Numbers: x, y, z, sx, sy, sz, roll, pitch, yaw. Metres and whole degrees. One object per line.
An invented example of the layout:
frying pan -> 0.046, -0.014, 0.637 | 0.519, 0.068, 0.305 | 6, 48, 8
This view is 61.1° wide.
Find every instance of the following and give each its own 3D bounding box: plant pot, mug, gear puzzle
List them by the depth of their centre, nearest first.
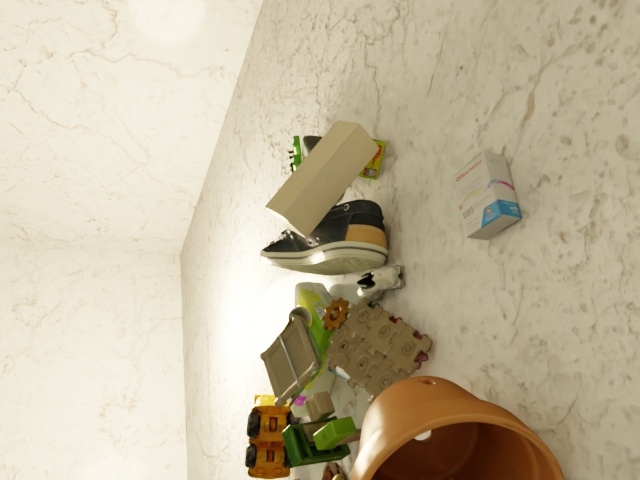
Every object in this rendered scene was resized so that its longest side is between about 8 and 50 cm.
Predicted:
plant pot -> 0.177, 0.338, 0.809 | 0.203, 0.290, 0.291 | -108, 29, -76
gear puzzle -> 0.097, 0.222, 1.172 | 0.176, 0.044, 0.339 | -56, 34, -3
mug -> -0.060, 0.209, 1.359 | 0.064, 0.062, 0.078 | 140, 138, -65

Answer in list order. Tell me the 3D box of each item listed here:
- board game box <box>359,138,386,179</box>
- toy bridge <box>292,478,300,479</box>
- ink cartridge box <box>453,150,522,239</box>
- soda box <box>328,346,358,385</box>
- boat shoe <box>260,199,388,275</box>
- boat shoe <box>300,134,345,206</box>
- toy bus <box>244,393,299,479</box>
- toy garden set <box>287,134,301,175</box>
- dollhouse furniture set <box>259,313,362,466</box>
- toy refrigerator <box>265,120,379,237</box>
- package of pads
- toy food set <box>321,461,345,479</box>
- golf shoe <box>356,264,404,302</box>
board game box -> 0.095, -0.219, 1.373 | 0.181, 0.043, 0.092 | -140, 60, -62
toy bridge -> -0.033, 0.703, 1.456 | 0.188, 0.026, 0.063 | -144, 64, -63
ink cartridge box -> 0.279, -0.075, 0.916 | 0.088, 0.052, 0.123 | 136, 134, -55
soda box -> 0.082, 0.292, 1.259 | 0.183, 0.058, 0.063 | 179, 97, -67
boat shoe -> 0.000, 0.000, 1.380 | 0.500, 0.186, 0.156 | -14, 67, 60
boat shoe -> -0.002, -0.179, 1.507 | 0.321, 0.118, 0.103 | -106, 24, -49
toy bus -> -0.154, 0.572, 1.639 | 0.211, 0.149, 0.221 | -158, 72, -79
toy garden set -> -0.080, -0.159, 1.656 | 0.204, 0.049, 0.245 | 85, -177, -64
dollhouse furniture set -> -0.006, 0.350, 1.295 | 0.198, 0.151, 0.302 | -50, 50, 35
toy refrigerator -> 0.006, -0.141, 1.244 | 0.270, 0.094, 0.102 | -52, 32, -7
package of pads -> -0.031, 0.286, 1.466 | 0.229, 0.101, 0.297 | 56, 133, 54
toy food set -> 0.026, 0.604, 1.332 | 0.132, 0.038, 0.192 | 120, 147, -42
golf shoe -> 0.111, 0.093, 1.212 | 0.176, 0.085, 0.069 | 137, 132, -58
